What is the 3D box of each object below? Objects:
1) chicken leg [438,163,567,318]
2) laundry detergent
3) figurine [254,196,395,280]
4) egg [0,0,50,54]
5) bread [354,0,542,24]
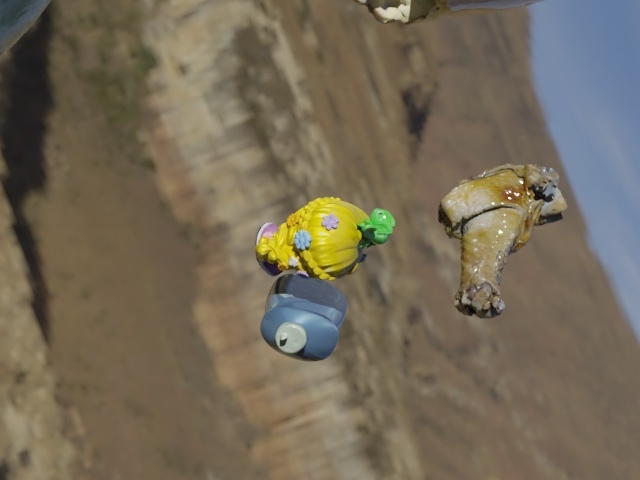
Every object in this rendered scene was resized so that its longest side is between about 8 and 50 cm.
[{"bbox_3d":[0.177,-0.010,1.956,0.125,0.196,0.080,17,-34,34],"label":"chicken leg"},{"bbox_3d":[-0.022,0.091,2.159,0.097,0.061,0.206,27,13,0],"label":"laundry detergent"},{"bbox_3d":[0.000,0.000,2.110,0.115,0.156,0.094,-15,99,-64],"label":"figurine"},{"bbox_3d":[-0.391,-0.340,1.788,0.345,0.345,0.428,-41,151,-86],"label":"egg"},{"bbox_3d":[0.224,-0.445,2.147,0.250,0.394,0.361,56,-39,19],"label":"bread"}]
